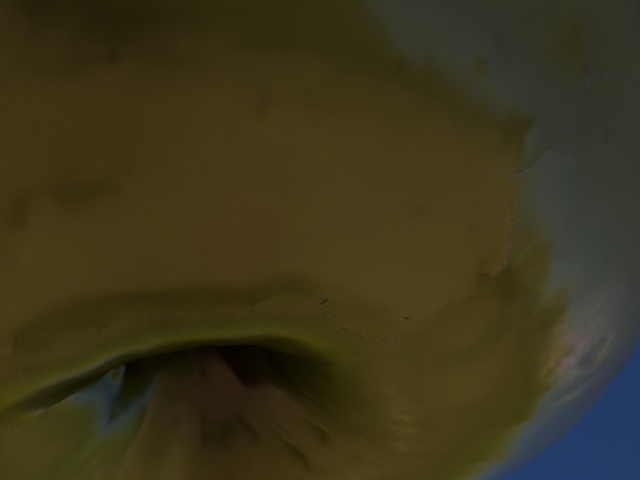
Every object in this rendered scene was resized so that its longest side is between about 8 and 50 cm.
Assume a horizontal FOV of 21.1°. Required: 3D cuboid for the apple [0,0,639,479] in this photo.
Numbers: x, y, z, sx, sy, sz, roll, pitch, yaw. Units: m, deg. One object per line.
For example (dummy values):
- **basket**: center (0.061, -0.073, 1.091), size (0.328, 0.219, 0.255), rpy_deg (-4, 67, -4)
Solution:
- **apple**: center (-0.050, -0.068, 0.585), size (0.357, 0.357, 0.357), rpy_deg (18, -35, 13)
